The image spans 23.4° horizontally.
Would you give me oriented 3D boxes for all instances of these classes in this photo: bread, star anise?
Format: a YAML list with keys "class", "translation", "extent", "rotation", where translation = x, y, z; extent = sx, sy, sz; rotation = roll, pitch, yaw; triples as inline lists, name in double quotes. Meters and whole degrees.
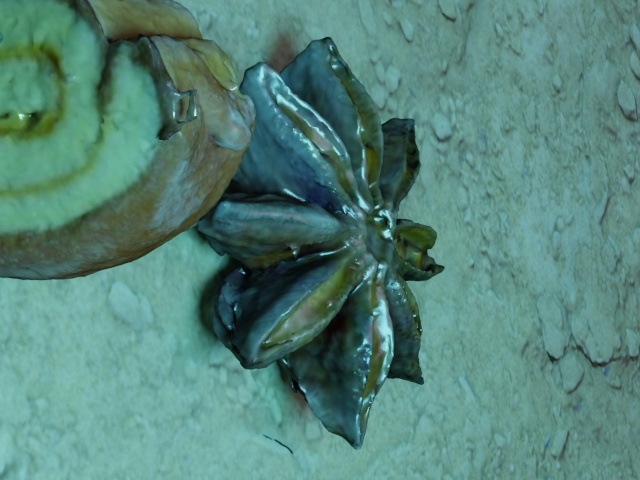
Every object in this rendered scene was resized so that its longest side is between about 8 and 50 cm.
- class: "bread"
  translation: [-0.158, -0.069, 0.941]
  extent: [0.123, 0.244, 0.190]
  rotation: [-23, 106, -65]
- class: "star anise"
  translation: [0.000, -0.002, 1.232]
  extent: [0.331, 0.117, 0.332]
  rotation: [20, 67, -60]

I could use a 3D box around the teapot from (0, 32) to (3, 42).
- class: "teapot"
  translation: [-0.269, -0.215, 0.779]
  extent: [0.321, 0.239, 0.239]
  rotation: [27, 57, -42]
